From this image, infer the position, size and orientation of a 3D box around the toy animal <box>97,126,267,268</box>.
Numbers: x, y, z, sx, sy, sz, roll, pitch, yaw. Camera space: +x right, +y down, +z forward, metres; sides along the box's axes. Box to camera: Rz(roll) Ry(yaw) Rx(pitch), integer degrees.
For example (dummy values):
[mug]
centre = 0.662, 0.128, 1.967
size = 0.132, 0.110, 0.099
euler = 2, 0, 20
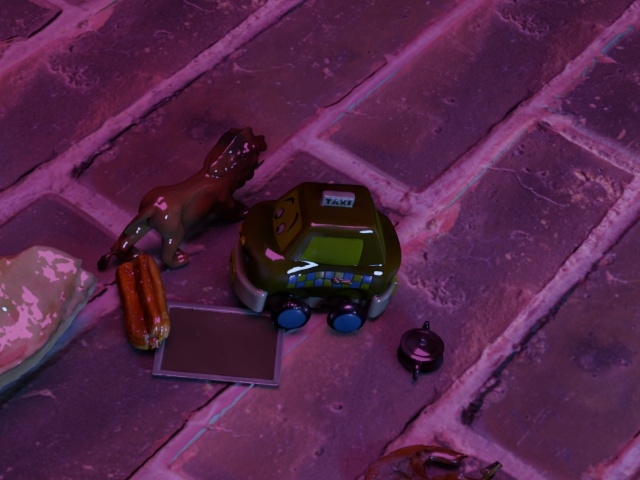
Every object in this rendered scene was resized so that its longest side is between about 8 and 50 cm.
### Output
[toy animal]
centre = -0.196, -0.066, 2.300
size = 0.097, 0.157, 0.312
euler = 35, 51, 26

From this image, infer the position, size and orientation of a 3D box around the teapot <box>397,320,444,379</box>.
[teapot]
centre = 0.146, 0.158, 2.197
size = 0.068, 0.045, 0.100
euler = 11, 45, 6

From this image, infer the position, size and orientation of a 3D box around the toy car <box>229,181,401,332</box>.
[toy car]
centre = 0.000, 0.000, 2.222
size = 0.248, 0.198, 0.204
euler = 3, 46, -11

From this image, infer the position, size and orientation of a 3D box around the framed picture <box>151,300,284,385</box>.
[framed picture]
centre = -0.145, 0.150, 2.195
size = 0.183, 0.011, 0.142
euler = 5, 45, -2

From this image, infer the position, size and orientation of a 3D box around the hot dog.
[hot dog]
centre = -0.257, 0.090, 2.205
size = 0.071, 0.045, 0.165
euler = -27, 48, 9

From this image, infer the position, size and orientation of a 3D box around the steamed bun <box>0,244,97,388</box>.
[steamed bun]
centre = -0.533, 0.140, 2.069
size = 0.247, 0.189, 0.428
euler = 45, 52, -4

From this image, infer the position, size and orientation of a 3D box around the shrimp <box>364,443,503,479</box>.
[shrimp]
centre = 0.151, 0.316, 2.039
size = 0.188, 0.051, 0.132
euler = -2, 46, -5
